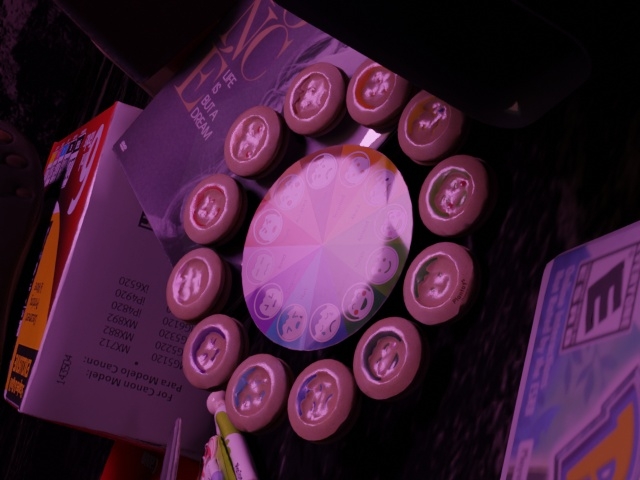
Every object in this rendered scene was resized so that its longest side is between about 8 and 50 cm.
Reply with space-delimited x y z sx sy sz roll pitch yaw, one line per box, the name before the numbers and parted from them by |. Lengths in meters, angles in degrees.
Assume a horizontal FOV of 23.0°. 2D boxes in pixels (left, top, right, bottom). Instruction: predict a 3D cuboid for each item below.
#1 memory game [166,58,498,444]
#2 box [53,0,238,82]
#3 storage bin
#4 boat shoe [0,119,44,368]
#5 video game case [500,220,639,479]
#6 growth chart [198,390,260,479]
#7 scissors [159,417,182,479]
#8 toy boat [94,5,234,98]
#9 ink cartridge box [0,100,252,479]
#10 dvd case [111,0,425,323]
memory game | 0.000 0.000 0.709 0.186 0.012 0.186 -17 61 35
box | 0.028 -0.248 0.561 0.381 0.143 0.191 -37 27 9
storage bin | 0.053 -0.121 0.650 0.091 0.135 0.098 -65 10 -26
boat shoe | -0.272 0.075 1.089 0.120 0.123 0.324 141 150 -72
video game case | 0.097 0.129 0.336 0.300 0.036 0.329 148 140 -66
growth chart | -0.079 0.215 0.877 0.172 0.021 0.237 -141 71 -73
scissors | -0.096 0.232 0.850 0.109 0.021 0.297 142 144 -66
toy boat | -0.053 -0.164 0.921 0.231 0.151 0.151 40 -150 -69
ink cartridge box | -0.150 0.063 1.109 0.309 0.130 0.271 173 114 -73
dvd case | -0.009 -0.079 0.782 0.221 0.018 0.164 -47 42 14
